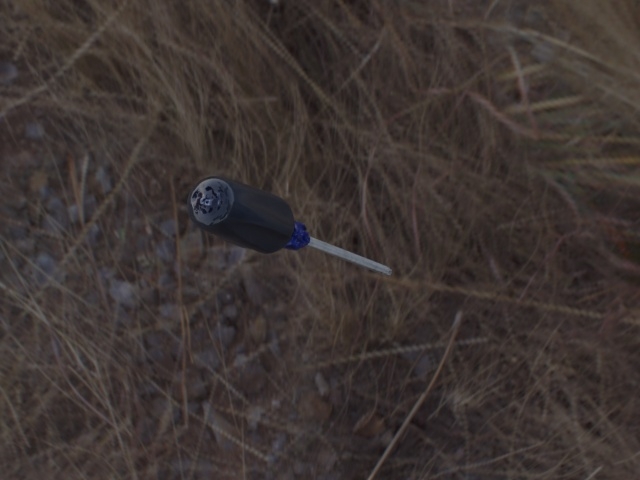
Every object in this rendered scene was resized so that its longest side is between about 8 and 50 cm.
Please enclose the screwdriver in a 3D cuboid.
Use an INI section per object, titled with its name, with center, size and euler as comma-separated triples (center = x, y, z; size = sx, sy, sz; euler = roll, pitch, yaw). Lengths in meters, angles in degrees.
[screwdriver]
center = 0.000, 0.000, 0.466
size = 0.025, 0.170, 0.024
euler = -18, 73, 27
